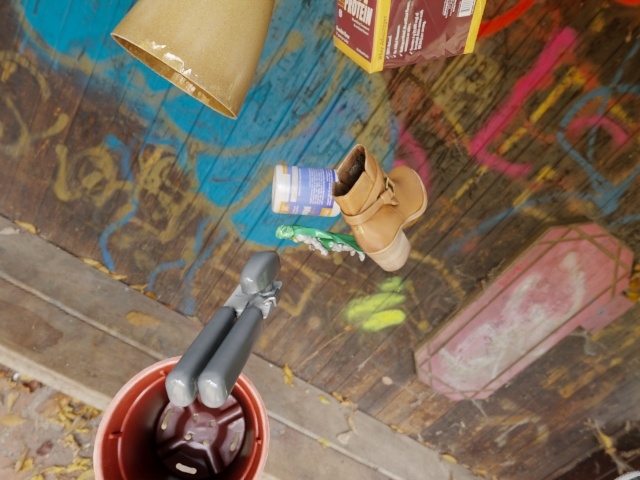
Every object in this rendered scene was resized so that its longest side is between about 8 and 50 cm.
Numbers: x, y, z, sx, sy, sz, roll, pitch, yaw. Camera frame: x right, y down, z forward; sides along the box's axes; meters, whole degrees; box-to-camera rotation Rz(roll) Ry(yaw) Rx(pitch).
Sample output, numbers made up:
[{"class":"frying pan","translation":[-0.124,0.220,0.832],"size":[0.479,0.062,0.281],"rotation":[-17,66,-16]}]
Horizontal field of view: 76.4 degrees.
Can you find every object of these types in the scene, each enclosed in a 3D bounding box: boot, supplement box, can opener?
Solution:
[{"class":"boot","translation":[0.112,-0.106,0.805],"size":[0.220,0.109,0.283],"rotation":[49,50,-36]},{"class":"supplement box","translation":[0.135,-0.384,0.612],"size":[0.194,0.191,0.129],"rotation":[-18,49,-17]},{"class":"can opener","translation":[-0.117,0.101,0.547],"size":[0.074,0.093,0.280],"rotation":[-4,23,11]}]

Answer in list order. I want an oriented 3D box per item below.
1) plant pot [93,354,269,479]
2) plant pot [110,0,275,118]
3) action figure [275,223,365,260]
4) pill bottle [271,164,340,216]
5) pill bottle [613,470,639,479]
[{"class":"plant pot","translation":[-0.243,0.373,0.779],"size":[0.273,0.265,0.271],"rotation":[4,68,-9]},{"class":"plant pot","translation":[-0.189,-0.390,0.714],"size":[0.237,0.254,0.237],"rotation":[31,3,-2]},{"class":"action figure","translation":[0.000,0.000,0.976],"size":[0.233,0.063,0.137],"rotation":[14,5,-27]},{"class":"pill bottle","translation":[-0.011,-0.153,1.282],"size":[0.273,0.152,0.152],"rotation":[4,32,-11]},{"class":"pill bottle","translation":[0.524,0.455,0.578],"size":[0.119,0.119,0.208],"rotation":[27,9,-22]}]
